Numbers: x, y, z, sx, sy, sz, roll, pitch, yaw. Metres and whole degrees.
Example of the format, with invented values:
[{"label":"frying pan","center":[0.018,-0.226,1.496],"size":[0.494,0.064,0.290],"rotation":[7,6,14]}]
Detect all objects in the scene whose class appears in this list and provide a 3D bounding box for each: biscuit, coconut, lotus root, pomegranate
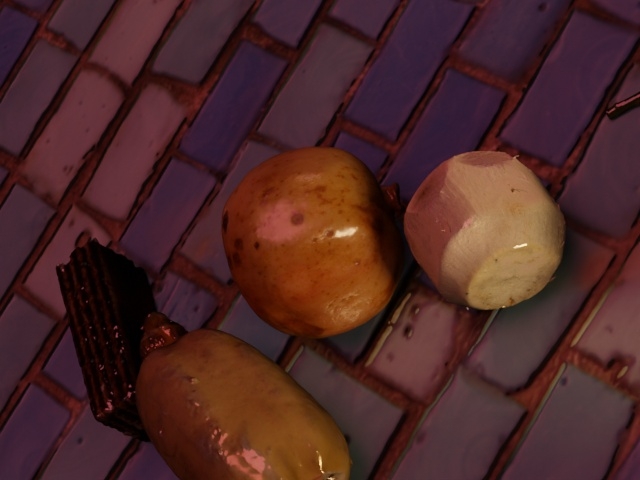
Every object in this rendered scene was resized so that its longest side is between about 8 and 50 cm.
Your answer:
[{"label":"biscuit","center":[-0.244,0.117,1.845],"size":[0.070,0.106,0.252],"rotation":[-32,56,17]},{"label":"coconut","center":[0.171,-0.016,1.601],"size":[0.161,0.161,0.162],"rotation":[-35,52,16]},{"label":"lotus root","center":[-0.104,0.198,1.681],"size":[0.169,0.151,0.343],"rotation":[-27,46,-28]},{"label":"pomegranate","center":[0.000,0.000,1.679],"size":[0.215,0.215,0.215],"rotation":[-14,62,28]}]

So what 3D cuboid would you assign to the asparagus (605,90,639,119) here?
[{"label":"asparagus","center":[0.377,-0.178,1.623],"size":[0.163,0.016,0.016],"rotation":[-34,36,18]}]
